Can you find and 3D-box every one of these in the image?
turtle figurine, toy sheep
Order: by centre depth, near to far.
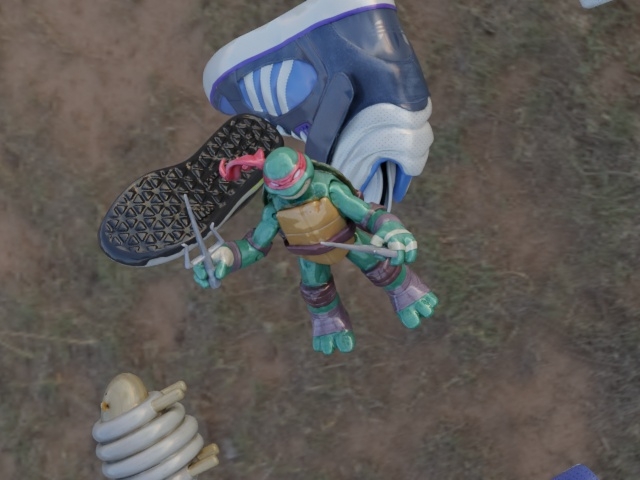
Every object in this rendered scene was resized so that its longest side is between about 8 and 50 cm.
[{"bbox_3d":[-0.131,0.165,0.878,0.091,0.091,0.132,-25,93,32],"label":"toy sheep"},{"bbox_3d":[0.000,0.000,0.891,0.175,0.234,0.118,-8,53,25],"label":"turtle figurine"}]

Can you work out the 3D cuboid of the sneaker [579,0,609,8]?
[{"bbox_3d":[0.268,-0.281,0.820,0.094,0.256,0.151,-9,105,60],"label":"sneaker"}]

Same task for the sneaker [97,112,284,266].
[{"bbox_3d":[-0.116,-0.031,1.066,0.084,0.235,0.097,42,142,12],"label":"sneaker"}]

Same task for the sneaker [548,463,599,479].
[{"bbox_3d":[0.188,0.348,1.230,0.316,0.182,0.127,-34,38,-10],"label":"sneaker"}]

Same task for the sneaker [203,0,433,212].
[{"bbox_3d":[-0.005,-0.120,1.222,0.323,0.130,0.236,-21,83,51],"label":"sneaker"}]
